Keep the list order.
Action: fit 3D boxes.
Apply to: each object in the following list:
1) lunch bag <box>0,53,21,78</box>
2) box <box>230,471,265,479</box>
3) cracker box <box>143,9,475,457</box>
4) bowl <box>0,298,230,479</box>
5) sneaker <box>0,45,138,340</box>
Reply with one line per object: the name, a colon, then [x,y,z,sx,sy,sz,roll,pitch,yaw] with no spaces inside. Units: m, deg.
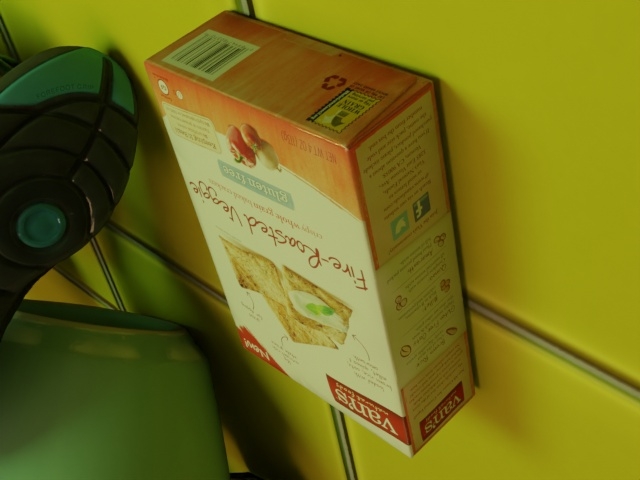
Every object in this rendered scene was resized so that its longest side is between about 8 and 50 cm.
lunch bag: [-0.360,-0.084,0.814,0.223,0.160,0.262,9,149,1]
box: [-0.110,0.285,0.954,0.147,0.180,0.077,9,90,51]
cracker box: [0.000,0.000,0.558,0.156,0.067,0.232,27,146,38]
bowl: [-0.219,0.146,0.882,0.311,0.311,0.163,8,88,53]
sneaker: [-0.257,-0.002,0.718,0.125,0.341,0.139,30,-171,-30]
